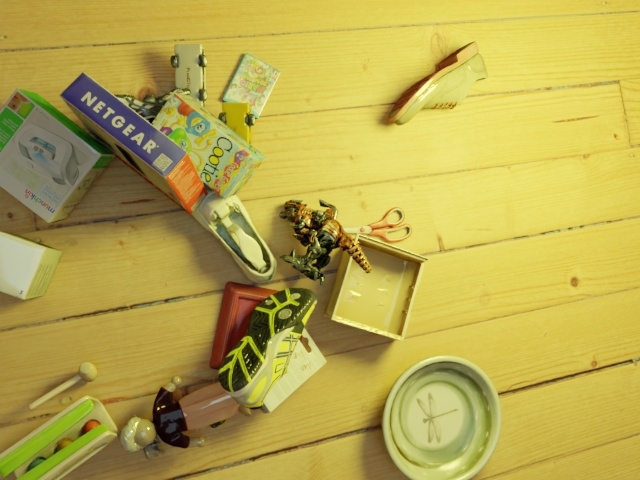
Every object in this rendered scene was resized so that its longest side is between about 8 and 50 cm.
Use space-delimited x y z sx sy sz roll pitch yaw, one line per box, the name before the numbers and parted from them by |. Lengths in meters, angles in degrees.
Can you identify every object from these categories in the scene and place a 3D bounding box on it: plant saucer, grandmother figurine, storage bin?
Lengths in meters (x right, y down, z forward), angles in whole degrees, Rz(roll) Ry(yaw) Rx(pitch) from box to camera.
plant saucer | -0.173 0.269 1.726 0.259 0.048 0.258 12 84 -15
grandmother figurine | -0.375 0.474 1.600 0.342 0.104 0.208 -20 84 -18
storage bin | 0.173 0.147 1.787 0.260 0.123 0.262 19 82 -13
plant saucer | 0.365 0.552 1.829 0.400 0.100 0.400 1 87 -15

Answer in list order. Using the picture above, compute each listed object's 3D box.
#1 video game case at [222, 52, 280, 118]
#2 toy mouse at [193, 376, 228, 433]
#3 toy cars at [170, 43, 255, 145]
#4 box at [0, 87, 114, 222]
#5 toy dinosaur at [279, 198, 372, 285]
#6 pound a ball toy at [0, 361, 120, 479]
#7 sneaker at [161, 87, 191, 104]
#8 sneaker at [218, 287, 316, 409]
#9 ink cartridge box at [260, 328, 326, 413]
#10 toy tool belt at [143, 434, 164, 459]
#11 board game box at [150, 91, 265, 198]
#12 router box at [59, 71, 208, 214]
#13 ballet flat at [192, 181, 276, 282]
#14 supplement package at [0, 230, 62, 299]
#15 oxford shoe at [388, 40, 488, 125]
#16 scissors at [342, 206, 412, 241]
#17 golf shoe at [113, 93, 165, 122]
video game case | -0.207 -0.466 1.773 0.119 0.015 0.166 26 81 -13
toy mouse | -0.298 0.460 1.689 0.161 0.031 0.143 -11 90 -16
toy cars | -0.304 -0.386 1.704 0.176 0.087 0.394 -38 94 12
box | -0.723 -0.217 1.530 0.262 0.127 0.231 40 94 -7
toy dinosaur | 0.000 0.000 1.696 0.218 0.322 0.164 -55 136 -5
pound a ball toy | -0.682 0.500 1.549 0.319 0.136 0.208 -35 71 -14
sneaker | -0.403 -0.404 1.656 0.083 0.031 0.035 -17 135 -1
sneaker | -0.133 0.285 1.619 0.385 0.145 0.147 -51 136 -33
ink cartridge box | -0.122 0.350 1.696 0.232 0.066 0.189 -37 97 -35
toy tool belt | -0.467 0.560 1.631 0.051 0.052 0.083 -13 67 -28
board game box | -0.311 -0.258 1.609 0.275 0.144 0.142 39 101 -1
router box | -0.461 -0.235 1.501 0.335 0.301 0.082 37 78 8
ballet flat | -0.255 -0.048 1.678 0.139 0.139 0.400 -39 97 -14
supplement package | -0.757 0.061 1.475 0.139 0.244 0.134 22 82 -14
oxford shoe | 0.388 -0.472 1.875 0.397 0.140 0.146 -40 104 -12
scissors | 0.149 -0.025 1.842 0.297 0.021 0.109 -16 93 -17
golf shoe | -0.526 -0.359 1.649 0.198 0.077 0.094 -3 88 -14
